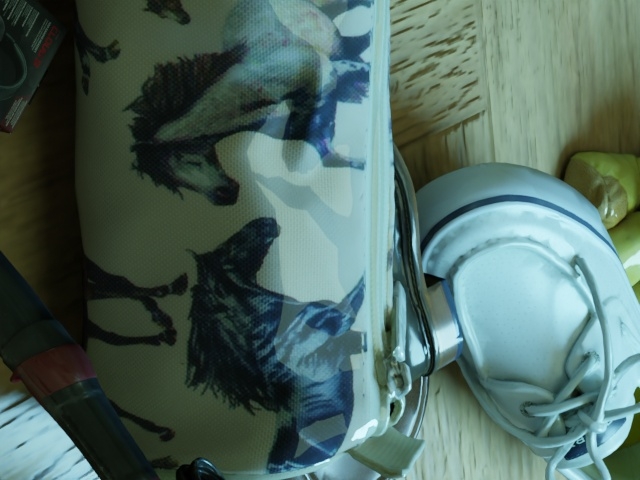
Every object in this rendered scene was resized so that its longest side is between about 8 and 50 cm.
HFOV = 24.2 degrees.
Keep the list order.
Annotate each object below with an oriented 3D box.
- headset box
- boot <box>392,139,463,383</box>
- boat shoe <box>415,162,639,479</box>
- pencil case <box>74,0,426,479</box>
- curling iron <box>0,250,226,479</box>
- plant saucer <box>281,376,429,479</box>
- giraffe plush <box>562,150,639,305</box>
[{"bbox_3d":[-0.164,-0.095,0.711,0.083,0.032,0.062,41,70,-43],"label":"headset box"},{"bbox_3d":[0.000,0.000,0.874,0.106,0.082,0.219,-30,104,-24],"label":"boot"},{"bbox_3d":[0.171,0.101,1.018,0.136,0.156,0.367,-26,137,11],"label":"boat shoe"},{"bbox_3d":[-0.030,-0.086,0.747,0.160,0.183,0.410,-44,136,-74],"label":"pencil case"},{"bbox_3d":[-0.113,0.059,0.660,0.035,0.274,0.068,-48,161,8],"label":"curling iron"},{"bbox_3d":[0.019,0.103,0.966,0.168,0.029,0.168,-15,112,-44],"label":"plant saucer"},{"bbox_3d":[0.303,-0.002,1.143,0.210,0.170,0.181,-40,127,-34],"label":"giraffe plush"}]
